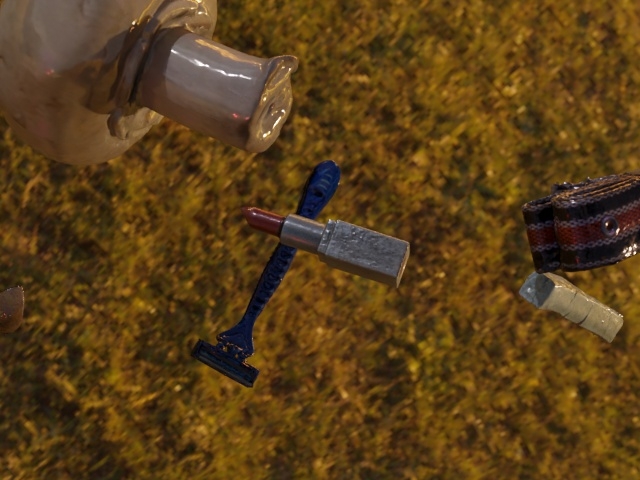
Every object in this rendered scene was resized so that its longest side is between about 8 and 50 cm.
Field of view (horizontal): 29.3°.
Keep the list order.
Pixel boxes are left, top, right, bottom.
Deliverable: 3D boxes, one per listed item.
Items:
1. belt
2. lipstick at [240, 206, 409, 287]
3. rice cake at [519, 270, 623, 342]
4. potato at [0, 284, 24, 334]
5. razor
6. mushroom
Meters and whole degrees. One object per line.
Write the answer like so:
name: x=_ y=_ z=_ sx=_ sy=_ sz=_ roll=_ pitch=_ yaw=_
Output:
belt: x=0.406 y=-0.049 z=1.382 sx=0.359 sy=0.126 sz=0.094 roll=-16 pitch=101 yaw=-8
lipstick: x=0.000 y=-0.001 z=0.902 sx=0.129 sy=0.030 sz=0.030 roll=18 pitch=75 yaw=10
rice cake: x=0.320 y=0.084 z=1.533 sx=0.042 sy=0.045 sz=0.245 roll=39 pitch=8 yaw=37
potato: x=-0.389 y=0.095 z=1.498 sx=0.037 sy=0.093 sz=0.036 roll=-9 pitch=62 yaw=-36
razor: x=-0.060 y=0.035 z=1.646 sx=0.093 sy=0.056 sz=0.324 roll=28 pitch=78 yaw=-3
mushroom: x=-0.200 y=-0.212 z=1.410 sx=0.336 sy=0.314 sz=0.314 roll=24 pitch=45 yaw=16
